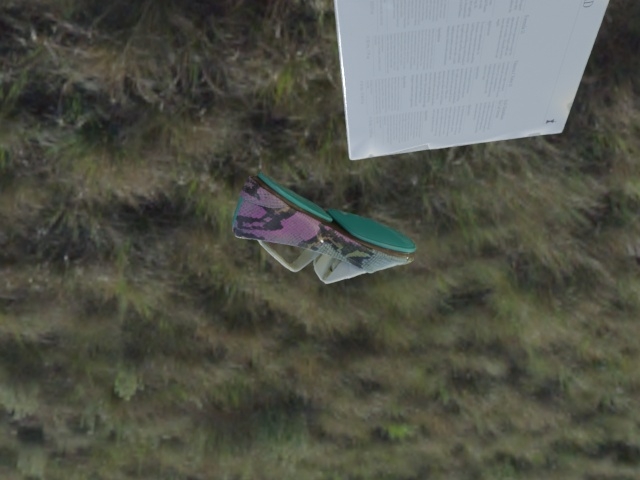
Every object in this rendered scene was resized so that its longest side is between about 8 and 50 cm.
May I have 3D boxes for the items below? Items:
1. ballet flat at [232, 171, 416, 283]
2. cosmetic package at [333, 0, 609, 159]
[{"bbox_3d":[0.000,0.000,0.858,0.221,0.077,0.079,20,107,-39],"label":"ballet flat"},{"bbox_3d":[0.160,-0.235,0.963,0.284,0.097,0.377,-5,156,2],"label":"cosmetic package"}]
